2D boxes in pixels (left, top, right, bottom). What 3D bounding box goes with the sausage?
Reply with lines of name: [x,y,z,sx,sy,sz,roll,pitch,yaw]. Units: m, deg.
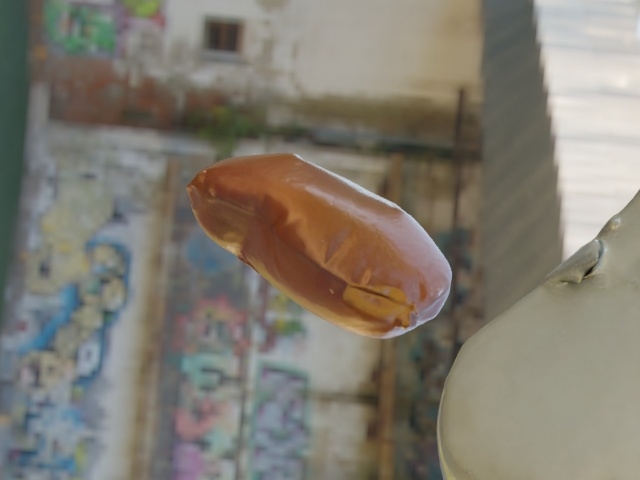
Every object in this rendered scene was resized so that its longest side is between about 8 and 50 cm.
sausage: [0.000,0.000,1.263,0.089,0.179,0.089,-57,171,-14]

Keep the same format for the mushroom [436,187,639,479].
mushroom: [0.149,0.109,0.709,0.329,0.159,0.122,58,11,-46]
